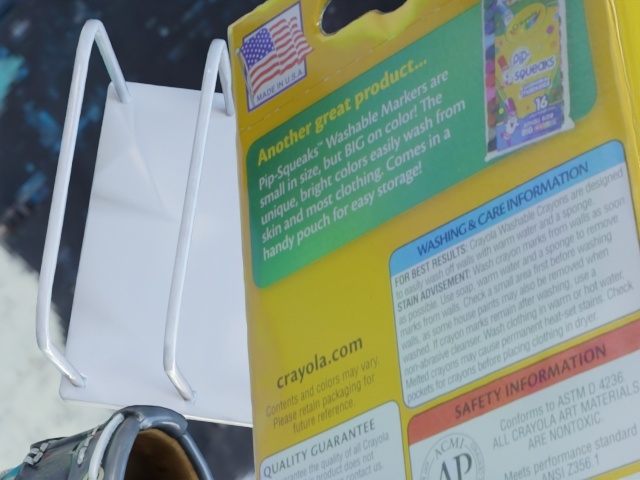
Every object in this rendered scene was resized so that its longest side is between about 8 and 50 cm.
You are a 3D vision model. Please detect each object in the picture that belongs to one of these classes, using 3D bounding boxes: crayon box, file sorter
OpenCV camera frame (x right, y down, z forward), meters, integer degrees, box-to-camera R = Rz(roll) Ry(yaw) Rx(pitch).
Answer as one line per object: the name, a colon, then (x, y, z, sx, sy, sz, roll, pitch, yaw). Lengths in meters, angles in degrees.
crayon box: (0.067, 0.026, 0.689, 0.083, 0.323, 0.203, 18, -34, -39)
file sorter: (0.000, 0.000, 1.013, 0.277, 0.193, 0.173, 7, -13, 1)

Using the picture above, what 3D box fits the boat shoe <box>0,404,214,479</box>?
boat shoe: (-0.037, 0.162, 0.533, 0.084, 0.079, 0.233, 15, 50, -61)
